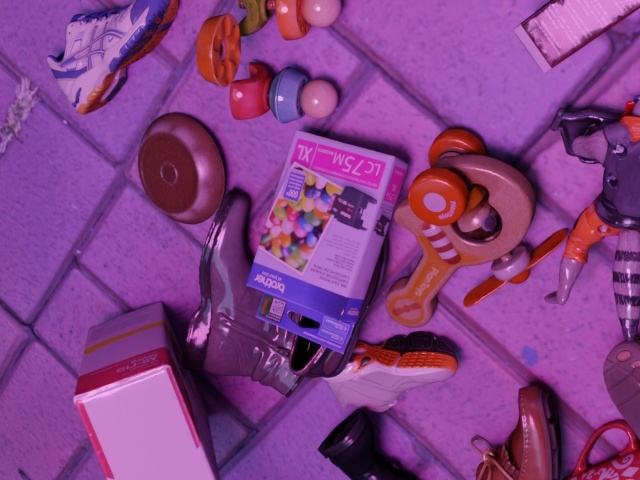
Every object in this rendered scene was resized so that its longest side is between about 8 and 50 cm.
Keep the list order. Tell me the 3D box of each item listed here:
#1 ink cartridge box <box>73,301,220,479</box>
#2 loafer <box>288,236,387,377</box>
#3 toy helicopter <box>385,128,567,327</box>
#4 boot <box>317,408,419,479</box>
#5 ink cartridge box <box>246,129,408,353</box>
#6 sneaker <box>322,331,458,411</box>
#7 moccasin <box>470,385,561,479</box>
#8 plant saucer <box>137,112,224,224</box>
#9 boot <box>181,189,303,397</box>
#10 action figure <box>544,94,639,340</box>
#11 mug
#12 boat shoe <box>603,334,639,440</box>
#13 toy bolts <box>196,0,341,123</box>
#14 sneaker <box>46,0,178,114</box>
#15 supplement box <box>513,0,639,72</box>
[{"bbox_3d":[-0.299,0.299,1.475,0.161,0.385,0.279,-21,105,-8],"label":"ink cartridge box"},{"bbox_3d":[0.025,0.087,1.347,0.109,0.095,0.302,24,106,36],"label":"loafer"},{"bbox_3d":[0.209,0.021,1.276,0.235,0.140,0.355,29,133,2],"label":"toy helicopter"},{"bbox_3d":[0.105,0.398,1.451,0.207,0.094,0.246,39,160,6],"label":"boot"},{"bbox_3d":[0.000,0.000,1.292,0.186,0.065,0.310,19,95,30],"label":"ink cartridge box"},{"bbox_3d":[0.123,0.233,1.421,0.263,0.099,0.121,-9,116,37],"label":"sneaker"},{"bbox_3d":[0.312,0.399,1.379,0.147,0.139,0.379,9,126,13],"label":"moccasin"},{"bbox_3d":[-0.253,-0.119,1.450,0.199,0.036,0.198,13,113,33],"label":"plant saucer"},{"bbox_3d":[-0.101,0.091,1.456,0.223,0.118,0.337,12,104,0],"label":"boot"},{"bbox_3d":[0.455,-0.047,1.072,0.342,0.178,0.330,8,117,20],"label":"action figure"},{"bbox_3d":[0.469,0.377,1.318,0.113,0.150,0.169,26,136,-31],"label":"mug"},{"bbox_3d":[0.536,0.291,1.180,0.132,0.130,0.355,-27,85,60],"label":"boat shoe"},{"bbox_3d":[-0.060,-0.260,1.228,0.159,0.218,0.228,9,134,16],"label":"toy bolts"},{"bbox_3d":[-0.356,-0.336,1.379,0.296,0.112,0.131,-37,93,33],"label":"sneaker"},{"bbox_3d":[0.365,-0.312,1.023,0.239,0.130,0.073,-35,94,35],"label":"supplement box"}]
